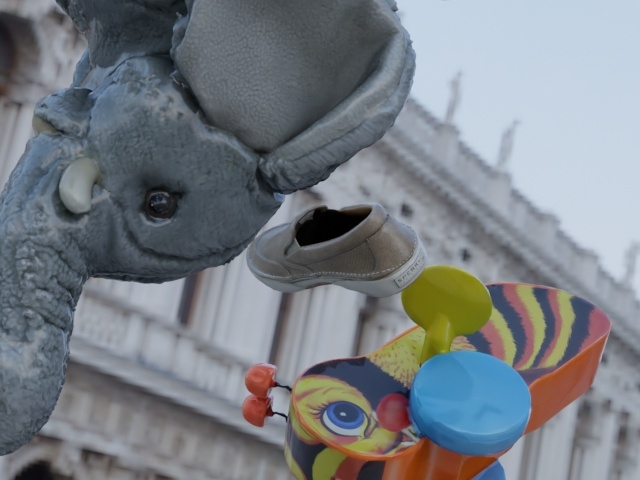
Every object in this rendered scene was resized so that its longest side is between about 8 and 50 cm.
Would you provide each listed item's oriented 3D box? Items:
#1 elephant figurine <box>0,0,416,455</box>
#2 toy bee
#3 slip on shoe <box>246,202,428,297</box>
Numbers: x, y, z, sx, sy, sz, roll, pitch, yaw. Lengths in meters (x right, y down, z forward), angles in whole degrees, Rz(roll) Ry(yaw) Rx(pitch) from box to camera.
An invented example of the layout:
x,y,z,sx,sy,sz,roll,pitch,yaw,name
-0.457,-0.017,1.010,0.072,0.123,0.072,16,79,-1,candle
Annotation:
x,y,z,sx,sy,sz,roll,pitch,yaw,name
-0.052,-0.062,0.595,0.186,0.239,0.169,-13,1,12,elephant figurine
0.044,0.097,0.927,0.162,0.195,0.298,29,24,21,toy bee
0.000,0.000,0.800,0.041,0.051,0.135,52,-21,-25,slip on shoe
